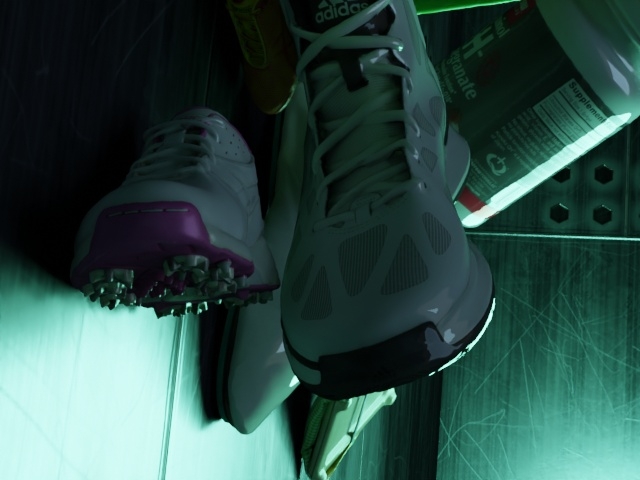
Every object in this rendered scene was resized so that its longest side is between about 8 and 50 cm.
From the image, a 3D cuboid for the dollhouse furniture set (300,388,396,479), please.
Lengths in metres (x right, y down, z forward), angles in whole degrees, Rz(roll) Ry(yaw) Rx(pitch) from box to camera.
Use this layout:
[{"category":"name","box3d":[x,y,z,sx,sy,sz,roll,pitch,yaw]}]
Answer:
[{"category":"dollhouse furniture set","box3d":[0.015,0.098,1.589,0.197,0.151,0.301,-42,156,-47]}]

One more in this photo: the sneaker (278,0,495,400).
[{"category":"sneaker","box3d":[0.014,-0.084,1.071,0.447,0.169,0.257,-82,153,-62]}]

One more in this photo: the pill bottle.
[{"category":"pill bottle","box3d":[0.240,-0.168,1.514,0.176,0.318,0.176,44,23,-24]}]

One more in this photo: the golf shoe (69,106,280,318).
[{"category":"golf shoe","box3d":[-0.095,-0.025,0.899,0.306,0.115,0.140,65,20,-84]}]

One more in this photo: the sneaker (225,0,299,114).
[{"category":"sneaker","box3d":[-0.057,-0.191,1.200,0.067,0.064,0.175,-33,126,-48]}]

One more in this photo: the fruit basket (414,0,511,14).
[{"category":"fruit basket","box3d":[0.174,-0.357,1.516,0.283,0.392,0.392,82,15,-45]}]

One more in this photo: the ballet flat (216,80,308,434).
[{"category":"ballet flat","box3d":[0.000,0.000,1.307,0.139,0.139,0.400,80,17,-49]}]
